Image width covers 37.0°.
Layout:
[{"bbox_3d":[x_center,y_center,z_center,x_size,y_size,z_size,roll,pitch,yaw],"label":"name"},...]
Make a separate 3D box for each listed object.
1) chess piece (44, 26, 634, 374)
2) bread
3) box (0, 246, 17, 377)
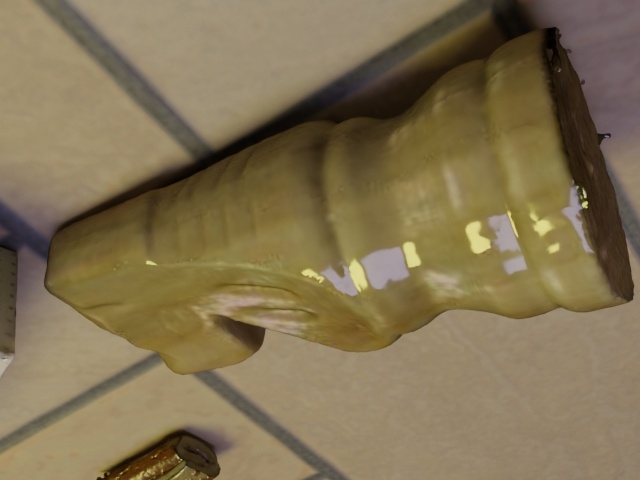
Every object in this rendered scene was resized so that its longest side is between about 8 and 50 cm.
[{"bbox_3d":[0.000,0.000,0.504,0.300,0.137,0.137,-15,134,22],"label":"chess piece"},{"bbox_3d":[-0.116,0.172,0.685,0.083,0.036,0.047,-31,133,21],"label":"bread"},{"bbox_3d":[-0.337,0.111,0.534,0.210,0.095,0.330,23,119,-30],"label":"box"}]
